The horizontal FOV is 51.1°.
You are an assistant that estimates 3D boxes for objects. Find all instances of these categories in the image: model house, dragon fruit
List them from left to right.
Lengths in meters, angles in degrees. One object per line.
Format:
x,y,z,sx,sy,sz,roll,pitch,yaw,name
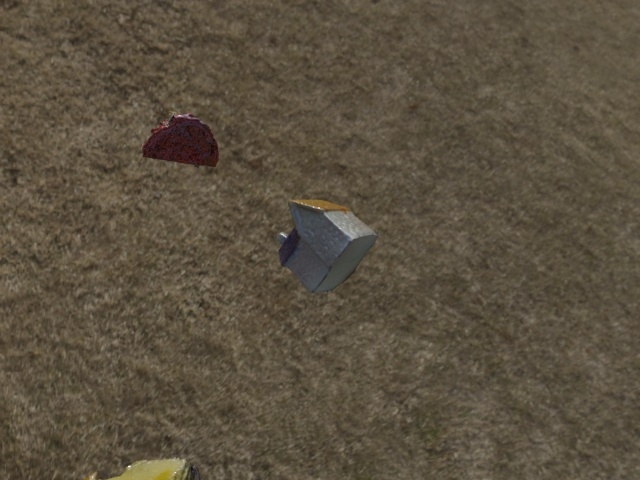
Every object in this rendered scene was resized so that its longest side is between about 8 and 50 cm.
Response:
-0.286,-0.220,1.389,0.162,0.106,0.083,8,30,-22,dragon fruit
0.000,0.000,0.867,0.100,0.101,0.087,43,24,20,model house

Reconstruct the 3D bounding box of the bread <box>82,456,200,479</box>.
-0.180,0.303,0.646,0.140,0.169,0.160,-14,29,0,bread
